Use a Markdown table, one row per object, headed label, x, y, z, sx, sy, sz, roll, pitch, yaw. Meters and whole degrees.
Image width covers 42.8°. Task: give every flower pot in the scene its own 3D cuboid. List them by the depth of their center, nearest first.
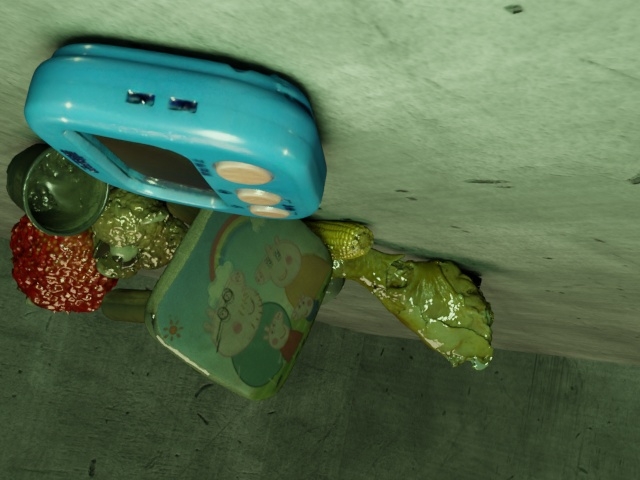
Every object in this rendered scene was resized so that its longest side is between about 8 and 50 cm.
| label | x | y | z | sx | sy | sz | roll | pitch | yaw |
| --- | --- | --- | --- | --- | --- | --- | --- | --- | --- |
| flower pot | -0.440 | -0.094 | 1.345 | 0.106 | 0.158 | 0.157 | 21 | 179 | 41 |

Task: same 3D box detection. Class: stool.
| label | x | y | z | sx | sy | sz | roll | pitch | yaw |
| --- | --- | --- | --- | --- | --- | --- | --- | --- | --- |
| stool | -0.176 | 0.079 | 1.419 | 0.226 | 0.310 | 0.310 | 5 | 151 | 48 |

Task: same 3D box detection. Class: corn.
| label | x | y | z | sx | sy | sz | roll | pitch | yaw |
| --- | --- | --- | --- | --- | --- | --- | --- | --- | --- |
| corn | 0.000 | 0.000 | 1.530 | 0.080 | 0.080 | 0.231 | 20 | 167 | -41 |

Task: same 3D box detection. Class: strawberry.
| label | x | y | z | sx | sy | sz | roll | pitch | yaw |
| --- | --- | --- | --- | --- | --- | --- | --- | --- | --- |
| strawberry | -0.546 | 0.023 | 1.854 | 0.292 | 0.292 | 0.343 | 18 | 156 | -33 |

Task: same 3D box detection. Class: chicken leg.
| label | x | y | z | sx | sy | sz | roll | pitch | yaw |
| --- | --- | --- | --- | --- | --- | --- | --- | --- | --- |
| chicken leg | 0.165 | 0.101 | 1.640 | 0.429 | 0.201 | 0.152 | 27 | 165 | -11 |

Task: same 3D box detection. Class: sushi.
| label | x | y | z | sx | sy | sz | roll | pitch | yaw |
| --- | --- | --- | --- | --- | --- | --- | --- | --- | --- |
| sushi | 0.304 | 0.092 | 1.776 | 0.083 | 0.056 | 0.085 | 20 | 171 | -3 |

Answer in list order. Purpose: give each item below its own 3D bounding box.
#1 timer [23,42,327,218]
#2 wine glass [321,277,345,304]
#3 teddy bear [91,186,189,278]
| label | x | y | z | sx | sy | sz | roll | pitch | yaw |
| --- | --- | --- | --- | --- | --- | --- | --- | --- | --- |
| timer | -0.150 | -0.116 | 0.937 | 0.308 | 0.115 | 0.340 | 10 | 170 | 7 |
| wine glass | -0.023 | 0.085 | 1.747 | 0.126 | 0.127 | 0.241 | 9 | -171 | 15 |
| teddy bear | -0.360 | -0.017 | 1.628 | 0.267 | 0.156 | 0.256 | -1 | 165 | 13 |
